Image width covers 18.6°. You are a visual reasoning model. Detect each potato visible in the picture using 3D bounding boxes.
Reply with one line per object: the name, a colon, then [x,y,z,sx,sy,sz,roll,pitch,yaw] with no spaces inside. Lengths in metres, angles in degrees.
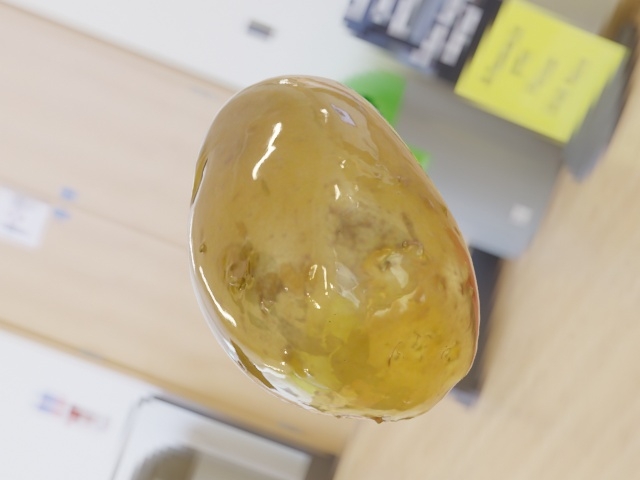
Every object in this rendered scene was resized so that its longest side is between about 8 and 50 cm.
potato: [0.000,0.000,0.993,0.234,0.146,0.150,-124,43,-62]
